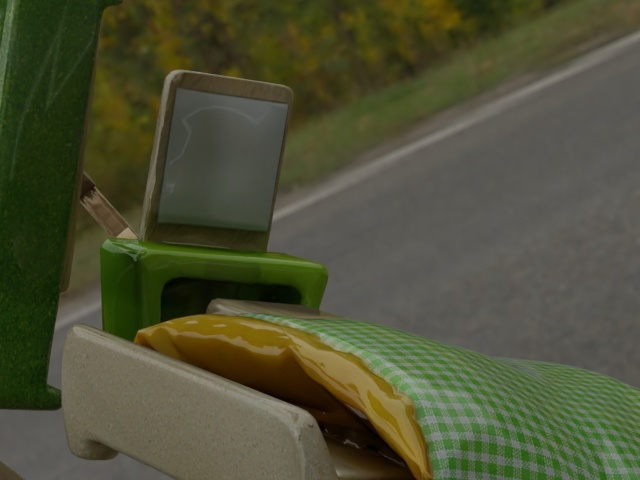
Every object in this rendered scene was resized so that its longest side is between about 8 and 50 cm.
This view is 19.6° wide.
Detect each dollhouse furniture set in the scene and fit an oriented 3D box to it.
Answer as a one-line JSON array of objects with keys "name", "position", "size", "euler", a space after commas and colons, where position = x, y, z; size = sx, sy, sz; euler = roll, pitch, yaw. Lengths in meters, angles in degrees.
[{"name": "dollhouse furniture set", "position": [0.000, 0.000, 0.627], "size": [0.197, 0.151, 0.301], "euler": [6, 5, -37]}]

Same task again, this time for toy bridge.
[{"name": "toy bridge", "position": [-0.154, 0.012, 1.559], "size": [0.026, 0.188, 0.063], "euler": [-42, -27, -1]}]

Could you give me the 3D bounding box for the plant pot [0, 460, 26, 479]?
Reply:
[{"name": "plant pot", "position": [-0.299, 0.241, 1.358], "size": [0.263, 0.229, 0.263], "euler": [-35, 39, 34]}]
